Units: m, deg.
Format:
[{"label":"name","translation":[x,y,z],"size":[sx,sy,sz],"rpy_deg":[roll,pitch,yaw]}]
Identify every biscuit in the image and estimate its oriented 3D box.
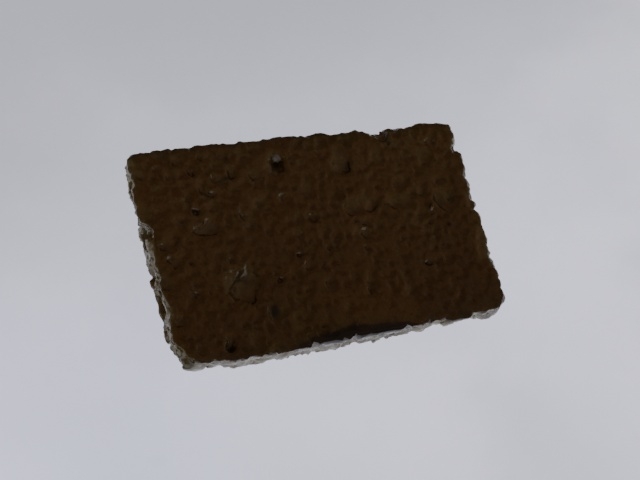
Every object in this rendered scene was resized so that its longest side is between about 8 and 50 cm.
[{"label":"biscuit","translation":[0.000,0.000,0.896],"size":[0.231,0.025,0.131],"rpy_deg":[-7,-106,-33]}]
